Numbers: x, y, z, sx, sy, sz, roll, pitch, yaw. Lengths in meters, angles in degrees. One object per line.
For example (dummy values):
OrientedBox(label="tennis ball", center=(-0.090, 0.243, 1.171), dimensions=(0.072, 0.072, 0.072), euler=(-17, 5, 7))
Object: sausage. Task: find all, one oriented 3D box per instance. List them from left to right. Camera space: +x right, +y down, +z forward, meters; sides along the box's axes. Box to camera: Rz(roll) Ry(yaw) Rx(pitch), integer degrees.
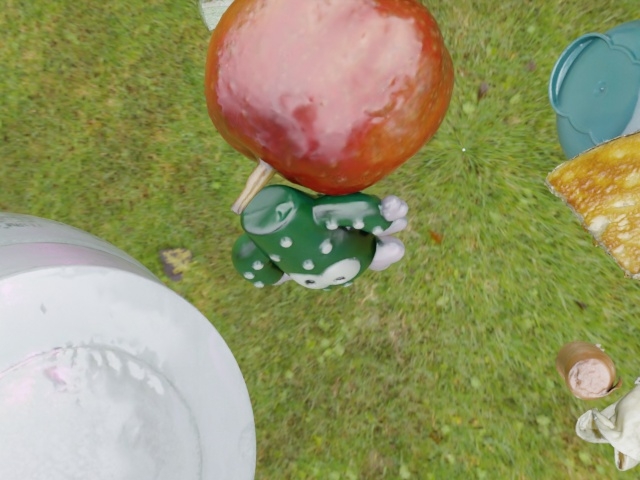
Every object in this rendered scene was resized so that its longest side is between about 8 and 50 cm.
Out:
OrientedBox(label="sausage", center=(0.496, 0.239, 1.692), dimensions=(0.094, 0.419, 0.094), euler=(-15, 83, 10))

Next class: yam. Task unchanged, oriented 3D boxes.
OrientedBox(label="yam", center=(-0.145, -0.444, 1.693), dimensions=(0.169, 0.068, 0.068), euler=(-19, 93, -15))

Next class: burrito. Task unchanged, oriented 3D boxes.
OrientedBox(label="burrito", center=(0.318, 0.119, 0.751), dimensions=(0.226, 0.087, 0.060), euler=(-29, 115, -8))

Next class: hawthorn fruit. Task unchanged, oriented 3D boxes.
OrientedBox(label="hawthorn fruit", center=(-0.008, -0.168, 1.065), dimensions=(0.287, 0.287, 0.330), euler=(35, 86, 4))

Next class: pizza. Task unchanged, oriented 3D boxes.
OrientedBox(label="pizza", center=(0.317, -0.029, 0.911), dimensions=(0.201, 0.053, 0.193), euler=(-7, 51, 39))

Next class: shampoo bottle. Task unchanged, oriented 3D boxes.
OrientedBox(label="shampoo bottle", center=(-0.196, 0.120, 0.550), dimensions=(0.266, 0.273, 0.273), euler=(8, 100, 53))

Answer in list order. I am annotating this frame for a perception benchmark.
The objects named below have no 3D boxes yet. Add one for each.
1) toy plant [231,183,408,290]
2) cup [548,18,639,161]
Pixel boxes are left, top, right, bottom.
OrientedBox(label="toy plant", center=(-0.004, 0.002, 1.172), dimensions=(0.232, 0.243, 0.112), euler=(-4, 65, 0))
OrientedBox(label="cup", center=(0.426, -0.164, 1.138), dimensions=(0.257, 0.290, 0.219), euler=(16, 116, -28))
